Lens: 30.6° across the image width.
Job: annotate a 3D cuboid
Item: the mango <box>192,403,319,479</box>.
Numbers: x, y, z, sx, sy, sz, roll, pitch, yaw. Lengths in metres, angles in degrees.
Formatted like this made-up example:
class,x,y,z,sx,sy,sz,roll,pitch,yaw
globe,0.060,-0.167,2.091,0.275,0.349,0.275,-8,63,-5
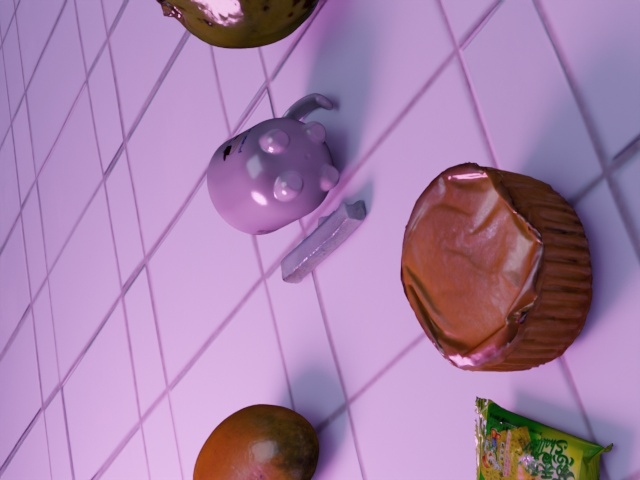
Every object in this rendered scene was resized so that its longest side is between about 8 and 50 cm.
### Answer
class,x,y,z,sx,sy,sz,roll,pitch,yaw
mango,-0.083,0.287,1.499,0.221,0.120,0.151,-53,46,33

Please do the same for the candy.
class,x,y,z,sx,sy,sz,roll,pitch,yaw
candy,0.201,0.216,1.098,0.178,0.032,0.102,14,99,60

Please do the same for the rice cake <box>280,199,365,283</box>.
class,x,y,z,sx,sy,sz,roll,pitch,yaw
rice cake,0.000,0.000,1.473,0.180,0.030,0.042,-43,47,48

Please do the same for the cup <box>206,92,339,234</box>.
class,x,y,z,sx,sy,sz,roll,pitch,yaw
cup,-0.039,-0.097,1.484,0.142,0.173,0.134,-23,98,55

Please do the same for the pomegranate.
class,x,y,z,sx,sy,sz,roll,pitch,yaw
pomegranate,-0.095,-0.370,1.496,0.254,0.270,0.254,54,170,15

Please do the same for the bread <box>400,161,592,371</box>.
class,x,y,z,sx,sy,sz,roll,pitch,yaw
bread,0.169,0.028,1.109,0.199,0.104,0.199,-11,76,54
